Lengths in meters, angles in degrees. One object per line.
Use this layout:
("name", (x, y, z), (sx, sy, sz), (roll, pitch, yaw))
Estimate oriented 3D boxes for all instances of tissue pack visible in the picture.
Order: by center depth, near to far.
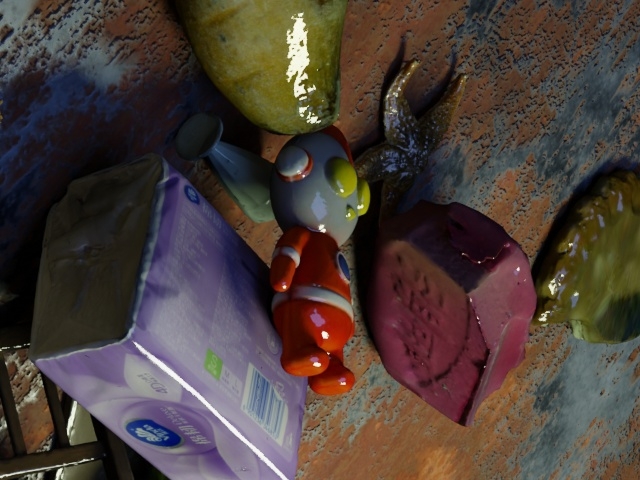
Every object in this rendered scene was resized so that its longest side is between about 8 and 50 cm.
("tissue pack", (-0.158, 0.102, 1.703), (0.338, 0.160, 0.242), (49, 36, -42))

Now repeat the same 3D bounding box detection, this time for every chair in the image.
("chair", (-0.325, 0.325, 1.706), (0.203, 0.416, 0.240), (-7, 159, -37))

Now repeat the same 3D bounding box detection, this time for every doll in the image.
("doll", (0.000, 0.000, 1.764), (0.200, 0.105, 0.336), (42, 43, -57))

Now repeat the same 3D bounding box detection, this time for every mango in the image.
("mango", (-0.062, -0.265, 1.669), (0.175, 0.177, 0.329), (-41, 142, -36))

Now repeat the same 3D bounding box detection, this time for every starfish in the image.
("starfish", (0.102, -0.136, 2.016), (0.138, 0.050, 0.247), (42, 71, -48))

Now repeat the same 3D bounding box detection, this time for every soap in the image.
("soap", (0.170, 0.086, 2.061), (0.127, 0.220, 0.325), (-44, 160, -32))

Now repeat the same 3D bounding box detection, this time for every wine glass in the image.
("wine glass", (-0.099, -0.086, 1.809), (0.073, 0.073, 0.155), (-57, 136, -8))

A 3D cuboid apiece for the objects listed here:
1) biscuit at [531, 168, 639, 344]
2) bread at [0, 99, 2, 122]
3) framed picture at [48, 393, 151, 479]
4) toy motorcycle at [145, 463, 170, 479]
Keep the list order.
("biscuit", (0.442, 0.061, 2.464), (0.335, 0.078, 0.329), (-36, 129, -32))
("bread", (-0.415, -0.086, 1.398), (0.305, 0.159, 0.305), (-26, 128, -38))
("framed picture", (-0.217, 0.175, 1.859), (0.209, 0.019, 0.281), (0, 111, -47))
("toy motorcycle", (-0.162, 0.403, 1.914), (0.200, 0.191, 0.326), (-31, 113, -21))
